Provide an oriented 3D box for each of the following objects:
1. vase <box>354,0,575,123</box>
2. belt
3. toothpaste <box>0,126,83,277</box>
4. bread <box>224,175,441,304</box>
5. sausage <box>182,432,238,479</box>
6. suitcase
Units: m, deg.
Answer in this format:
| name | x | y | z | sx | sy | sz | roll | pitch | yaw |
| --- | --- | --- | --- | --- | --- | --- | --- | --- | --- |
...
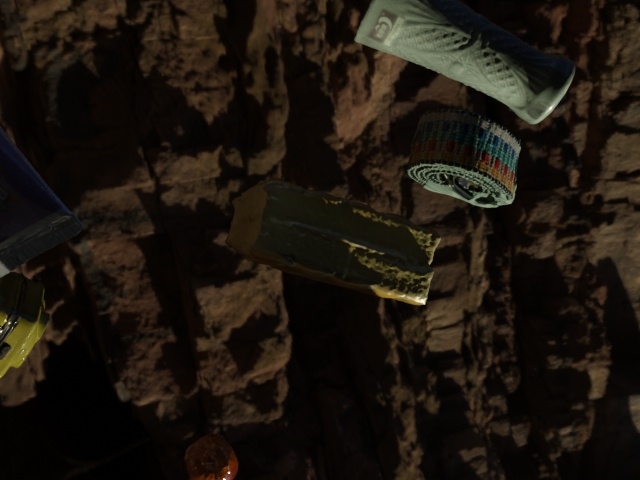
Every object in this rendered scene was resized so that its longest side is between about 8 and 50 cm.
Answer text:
| name | x | y | z | sx | sy | sz | roll | pitch | yaw |
| --- | --- | --- | --- | --- | --- | --- | --- | --- | --- |
| vase | 0.155 | -0.206 | 0.629 | 0.096 | 0.220 | 0.096 | -62 | 180 | -1 |
| belt | 0.293 | -0.165 | 1.216 | 0.207 | 0.258 | 0.149 | 11 | -98 | 39 |
| toothpaste | -0.301 | -0.104 | 0.412 | 0.299 | 0.114 | 0.073 | 60 | 2 | -17 |
| bread | 0.000 | 0.000 | 0.810 | 0.246 | 0.240 | 0.110 | -179 | -74 | -74 |
| sausage | -0.222 | 0.450 | 1.161 | 0.097 | 0.094 | 0.348 | 65 | -23 | 21 |
| suitcase | -0.732 | 0.190 | 1.370 | 0.194 | 0.143 | 0.235 | -50 | -148 | 10 |
